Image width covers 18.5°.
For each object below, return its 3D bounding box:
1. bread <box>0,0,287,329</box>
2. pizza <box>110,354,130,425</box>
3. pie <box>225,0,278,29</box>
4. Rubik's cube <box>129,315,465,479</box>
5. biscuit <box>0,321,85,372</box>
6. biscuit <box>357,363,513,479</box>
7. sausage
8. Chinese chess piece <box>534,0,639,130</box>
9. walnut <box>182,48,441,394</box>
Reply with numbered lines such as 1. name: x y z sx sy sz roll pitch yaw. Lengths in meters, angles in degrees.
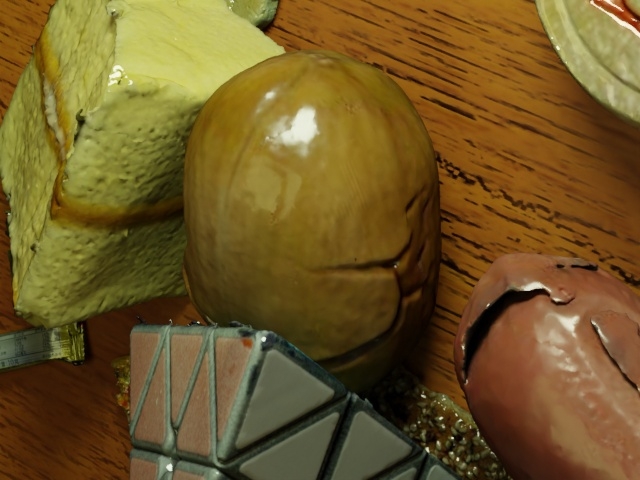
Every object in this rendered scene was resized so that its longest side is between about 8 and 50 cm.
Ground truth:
1. bread: -0.195 -0.097 1.586 0.236 0.198 0.263 47 125 28
2. pizza: -0.150 0.137 1.682 0.083 0.025 0.078 11 100 31
3. pie: -0.068 -0.205 1.587 0.084 0.020 0.084 6 102 31
4. Rubik's cube: -0.048 0.162 1.425 0.228 0.229 0.233 -21 99 25
5. biscuit: -0.328 0.110 1.794 0.292 0.026 0.048 -12 86 33
6. biscuit: 0.102 0.198 1.527 0.237 0.026 0.131 35 115 25
7. sausage: 0.202 0.131 1.381 0.152 0.152 0.279 -45 74 29
8. Chinese chess piece: 0.271 -0.196 1.315 0.270 0.112 0.270 5 99 34
9. walnut: 0.000 0.000 1.471 0.203 0.203 0.297 12 128 31
